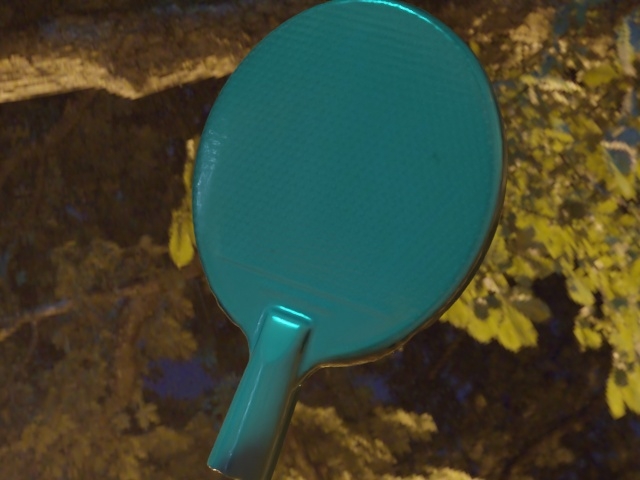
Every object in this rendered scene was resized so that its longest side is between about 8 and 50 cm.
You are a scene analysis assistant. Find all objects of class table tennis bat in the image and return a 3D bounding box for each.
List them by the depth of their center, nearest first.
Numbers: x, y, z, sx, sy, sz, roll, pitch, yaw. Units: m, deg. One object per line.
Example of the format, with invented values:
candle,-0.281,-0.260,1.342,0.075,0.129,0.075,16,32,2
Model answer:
table tennis bat,0.000,0.000,0.746,0.044,0.215,0.329,17,-88,-69
